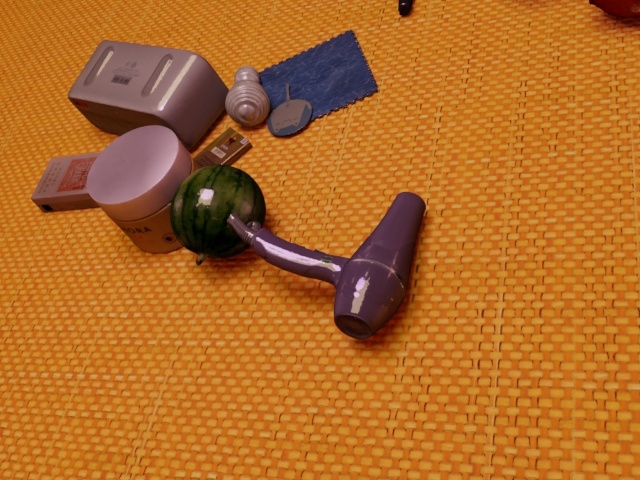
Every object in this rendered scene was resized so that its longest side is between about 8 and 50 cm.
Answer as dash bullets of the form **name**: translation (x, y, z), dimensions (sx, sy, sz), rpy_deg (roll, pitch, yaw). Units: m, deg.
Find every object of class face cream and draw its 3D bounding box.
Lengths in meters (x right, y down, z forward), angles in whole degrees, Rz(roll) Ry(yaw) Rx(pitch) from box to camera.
- **face cream**: translation (-0.359, -0.108, 1.583), dimensions (0.218, 0.179, 0.218), rpy_deg (-13, 50, 16)

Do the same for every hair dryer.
- **hair dryer**: translation (0.000, 0.000, 1.327), dimensions (0.361, 0.121, 0.301), rpy_deg (18, 53, 14)

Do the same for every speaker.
- **speaker**: translation (-0.435, -0.362, 1.827), dimensions (0.406, 0.183, 0.184), rpy_deg (17, 68, 35)

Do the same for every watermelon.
- **watermelon**: translation (-0.206, -0.045, 1.461), dimensions (0.188, 0.188, 0.215), rpy_deg (5, 74, 28)

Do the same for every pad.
- **pad**: translation (-0.013, -0.380, 1.752), dimensions (0.269, 0.012, 0.269), rpy_deg (-23, 48, 6)

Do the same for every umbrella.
- **umbrella**: translation (0.212, -0.656, 1.836), dimensions (0.052, 0.053, 0.250), rpy_deg (-8, 51, 18)

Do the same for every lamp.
- **lamp**: translation (-0.174, -0.349, 1.747), dimensions (0.106, 0.106, 0.193), rpy_deg (-19, 40, 10)

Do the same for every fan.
- **fan**: translation (-0.074, -0.308, 1.710), dimensions (0.113, 0.005, 0.175), rpy_deg (-16, 50, 14)

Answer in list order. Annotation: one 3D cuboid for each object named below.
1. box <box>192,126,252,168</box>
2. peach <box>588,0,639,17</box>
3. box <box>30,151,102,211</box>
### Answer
- **box**: translation (-0.232, -0.200, 1.704), dimensions (0.133, 0.023, 0.090), rpy_deg (-43, 50, -11)
- **peach**: translation (0.629, -0.535, 1.466), dimensions (0.197, 0.197, 0.197), rpy_deg (-13, 50, 16)
- **box**: translation (-0.597, -0.145, 1.806), dimensions (0.201, 0.058, 0.141), rpy_deg (-2, 53, 23)
